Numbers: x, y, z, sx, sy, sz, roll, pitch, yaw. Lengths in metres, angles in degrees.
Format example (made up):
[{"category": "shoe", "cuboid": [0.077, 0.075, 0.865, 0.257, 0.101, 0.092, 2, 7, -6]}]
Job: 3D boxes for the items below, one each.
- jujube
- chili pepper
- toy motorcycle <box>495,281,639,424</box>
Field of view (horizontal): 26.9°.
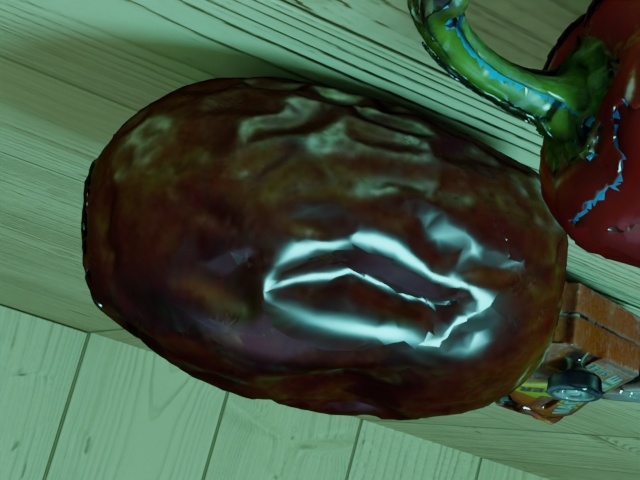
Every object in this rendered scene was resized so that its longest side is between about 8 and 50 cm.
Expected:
[{"category": "jujube", "cuboid": [0.000, 0.000, 0.692, 0.243, 0.183, 0.183, 6, 168, -4]}, {"category": "chili pepper", "cuboid": [0.196, -0.023, 0.511, 0.388, 0.110, 0.110, 15, 168, -16]}, {"category": "toy motorcycle", "cuboid": [0.154, 0.075, 0.988, 0.298, 0.089, 0.171, 25, 162, -39]}]
